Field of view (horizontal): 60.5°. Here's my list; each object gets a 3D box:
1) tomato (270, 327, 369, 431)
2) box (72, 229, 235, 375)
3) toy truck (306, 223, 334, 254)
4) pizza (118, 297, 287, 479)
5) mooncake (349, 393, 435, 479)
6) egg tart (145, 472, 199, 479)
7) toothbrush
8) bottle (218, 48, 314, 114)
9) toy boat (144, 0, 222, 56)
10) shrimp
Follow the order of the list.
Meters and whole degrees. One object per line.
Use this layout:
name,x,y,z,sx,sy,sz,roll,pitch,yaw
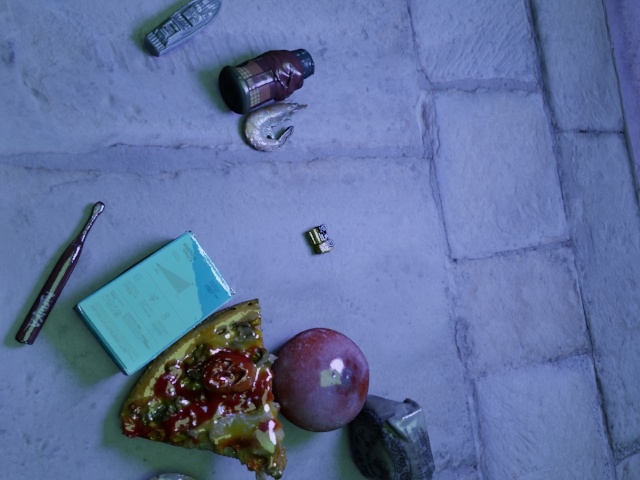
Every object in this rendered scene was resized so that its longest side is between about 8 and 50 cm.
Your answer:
tomato,0.004,0.361,1.430,0.271,0.227,0.269,7,76,-29
box,-0.392,0.145,1.309,0.311,0.118,0.205,-39,103,-27
toy truck,0.000,0.000,1.586,0.054,0.049,0.083,-26,94,-28
pizza,-0.209,0.374,1.285,0.406,0.130,0.440,41,70,16
mooncake,0.185,0.550,1.485,0.136,0.250,0.254,-19,93,-32
egg tart,-0.345,0.686,1.228,0.315,0.120,0.314,3,80,-18
toothbrush,-0.590,0.066,1.259,0.041,0.041,0.363,29,69,-22
bottle,-0.142,-0.454,1.532,0.271,0.143,0.156,-31,52,-26
toy boat,-0.355,-0.583,1.462,0.078,0.085,0.260,49,63,-13
shrimp,-0.120,-0.332,1.575,0.224,0.048,0.126,-30,102,-26
